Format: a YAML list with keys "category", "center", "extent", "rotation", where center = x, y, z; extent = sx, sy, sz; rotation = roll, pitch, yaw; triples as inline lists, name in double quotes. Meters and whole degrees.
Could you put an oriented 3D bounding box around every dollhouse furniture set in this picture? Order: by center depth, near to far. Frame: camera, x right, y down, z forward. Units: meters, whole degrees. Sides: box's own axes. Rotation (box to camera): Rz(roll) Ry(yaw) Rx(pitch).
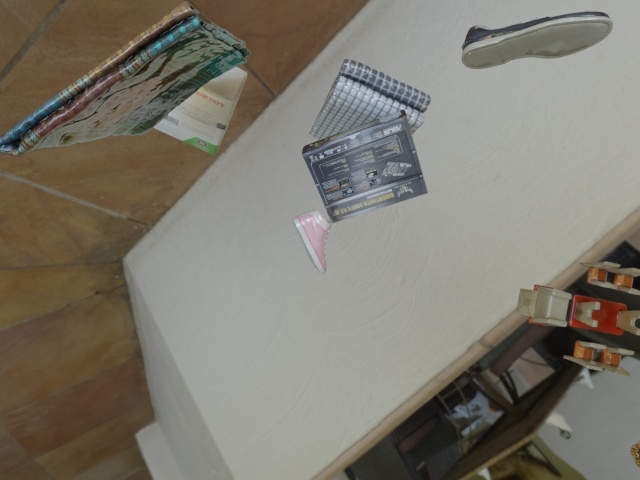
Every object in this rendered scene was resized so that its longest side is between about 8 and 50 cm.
- category: "dollhouse furniture set"
  center: [0.665, 0.182, 1.080]
  extent: [0.135, 0.259, 0.262]
  rotation: [160, -58, -84]

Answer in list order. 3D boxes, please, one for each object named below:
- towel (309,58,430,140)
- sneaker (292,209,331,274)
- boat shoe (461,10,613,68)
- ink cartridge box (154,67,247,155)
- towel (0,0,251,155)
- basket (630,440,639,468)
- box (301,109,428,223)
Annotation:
- category: "towel"
  center: [0.119, -0.326, 1.089]
  extent: [0.283, 0.234, 0.121]
  rotation: [147, -38, -74]
- category: "sneaker"
  center: [0.000, 0.000, 0.846]
  extent: [0.070, 0.051, 0.134]
  rotation: [-28, 110, -11]
- category: "boat shoe"
  center: [0.324, -0.322, 0.645]
  extent: [0.206, 0.065, 0.075]
  rotation: [-1, 161, 29]
- category: "ink cartridge box"
  center: [-0.267, -0.302, 0.907]
  extent: [0.160, 0.093, 0.219]
  rotation: [24, 153, -17]
- category: "towel"
  center: [-0.238, -0.218, 0.604]
  extent: [0.271, 0.040, 0.370]
  rotation: [-32, -162, 9]
- category: "basket"
  center: [0.763, 0.418, 0.705]
  extent: [0.299, 0.214, 0.223]
  rotation: [-34, -178, 4]
- category: "box"
  center: [0.099, -0.156, 0.921]
  extent: [0.230, 0.056, 0.183]
  rotation: [-18, 119, 14]
